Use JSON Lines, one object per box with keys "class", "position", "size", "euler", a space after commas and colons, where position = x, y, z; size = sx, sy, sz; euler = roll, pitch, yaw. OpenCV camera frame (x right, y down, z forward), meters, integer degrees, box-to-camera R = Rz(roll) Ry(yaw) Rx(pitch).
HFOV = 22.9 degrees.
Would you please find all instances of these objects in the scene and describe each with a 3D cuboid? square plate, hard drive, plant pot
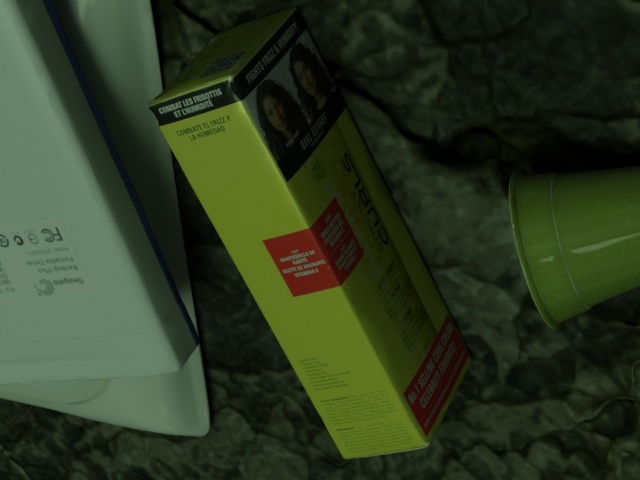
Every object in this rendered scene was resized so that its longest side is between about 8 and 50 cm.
{"class": "square plate", "position": [-0.246, -0.033, 0.966], "size": [0.344, 0.049, 0.347], "euler": [10, 126, 21]}
{"class": "hard drive", "position": [-0.215, -0.060, 0.872], "size": [0.210, 0.040, 0.318], "euler": [-6, 120, 29]}
{"class": "plant pot", "position": [0.144, -0.005, 0.780], "size": [0.079, 0.083, 0.083], "euler": [-16, 115, 19]}

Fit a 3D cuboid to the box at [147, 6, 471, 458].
{"class": "box", "position": [0.000, 0.000, 0.842], "size": [0.058, 0.087, 0.232], "euler": [-12, 115, 32]}
